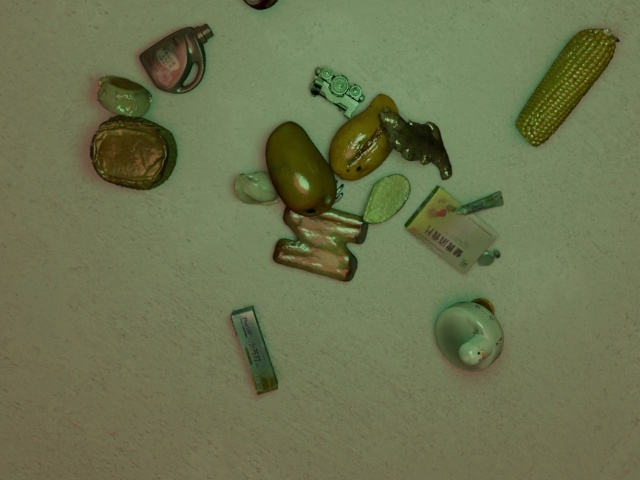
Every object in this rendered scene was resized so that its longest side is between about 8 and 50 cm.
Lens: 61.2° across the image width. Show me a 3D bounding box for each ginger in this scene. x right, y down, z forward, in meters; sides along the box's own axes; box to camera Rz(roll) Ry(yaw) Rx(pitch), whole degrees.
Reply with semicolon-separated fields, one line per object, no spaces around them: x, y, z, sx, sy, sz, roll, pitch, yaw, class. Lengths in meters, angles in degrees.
0.307;-0.311;1.685;0.332;0.080;0.166;15;78;-33;ginger

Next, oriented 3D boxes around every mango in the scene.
0.145;-0.318;1.711;0.177;0.120;0.295;38;101;-9;mango
-0.066;-0.224;1.697;0.172;0.211;0.318;-28;83;39;mango

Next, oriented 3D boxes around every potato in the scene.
0.210;-0.133;1.778;0.119;0.054;0.198;34;91;-8;potato

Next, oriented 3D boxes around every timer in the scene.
0.481;0.326;1.793;0.240;0.233;0.234;-22;107;-39;timer

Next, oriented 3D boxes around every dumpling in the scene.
-0.193;-0.157;1.773;0.100;0.169;0.134;58;136;27;dumpling

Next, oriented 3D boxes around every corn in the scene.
0.742;-0.472;1.654;0.143;0.144;0.387;35;105;-7;corn

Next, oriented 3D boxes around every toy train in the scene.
0.050;-0.470;1.704;0.178;0.071;0.105;31;106;-5;toy train

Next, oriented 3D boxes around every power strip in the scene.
0.571;0.055;1.842;0.083;0.035;0.055;-26;102;21;power strip

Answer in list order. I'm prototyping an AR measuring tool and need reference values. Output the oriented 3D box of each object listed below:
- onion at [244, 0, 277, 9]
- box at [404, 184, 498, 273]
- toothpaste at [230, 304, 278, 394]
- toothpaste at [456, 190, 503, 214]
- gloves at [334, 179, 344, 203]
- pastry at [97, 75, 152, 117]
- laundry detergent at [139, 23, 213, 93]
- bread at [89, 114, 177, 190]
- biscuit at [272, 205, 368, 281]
-0.188;-0.788;1.615;0.198;0.135;0.173;30;127;33;onion
0.435;-0.036;1.802;0.260;0.062;0.175;37;101;-8;box
-0.232;0.388;1.920;0.089;0.071;0.313;-16;102;1;toothpaste
0.521;-0.116;1.760;0.197;0.029;0.048;-18;97;-24;toothpaste
0.045;-0.160;1.802;0.064;0.026;0.086;11;99;-3;gloves
-0.610;-0.448;1.684;0.165;0.166;0.088;21;116;-4;pastry
-0.424;-0.562;1.692;0.237;0.076;0.171;-27;102;5;laundry detergent
-0.593;-0.280;1.730;0.253;0.142;0.228;15;105;1;bread
0.000;0.000;1.821;0.290;0.062;0.237;13;102;-3;biscuit
